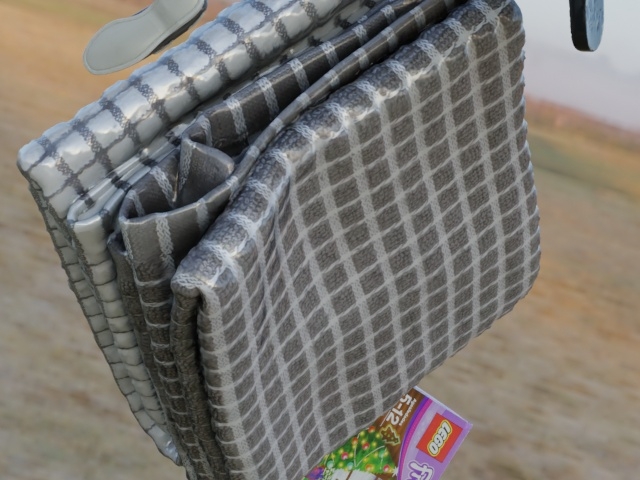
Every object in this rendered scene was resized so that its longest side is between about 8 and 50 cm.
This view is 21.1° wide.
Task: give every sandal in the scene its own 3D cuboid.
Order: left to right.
[{"bbox_3d":[0.189,-0.218,1.162,0.040,0.179,0.067,0,13,27],"label":"sandal"}]

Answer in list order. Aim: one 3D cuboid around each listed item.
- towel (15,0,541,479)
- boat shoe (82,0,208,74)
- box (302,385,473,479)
[{"bbox_3d":[0.000,0.000,0.877,0.121,0.235,0.283,44,-19,29],"label":"towel"},{"bbox_3d":[-0.155,-0.187,1.531,0.046,0.125,0.038,54,6,10],"label":"boat shoe"},{"bbox_3d":[-0.014,0.242,1.590,0.201,0.293,0.057,34,-3,-32],"label":"box"}]
